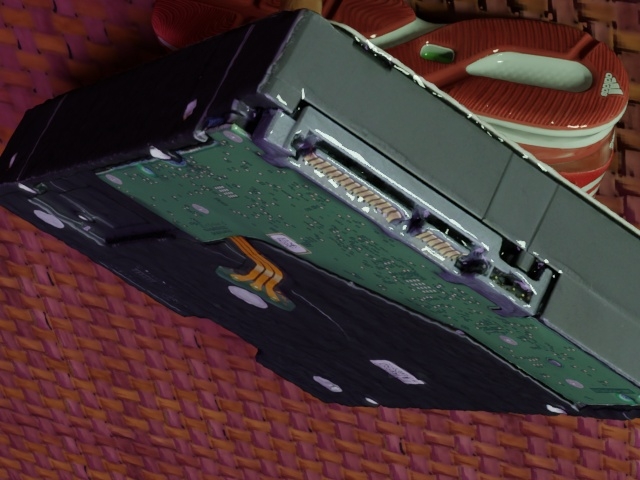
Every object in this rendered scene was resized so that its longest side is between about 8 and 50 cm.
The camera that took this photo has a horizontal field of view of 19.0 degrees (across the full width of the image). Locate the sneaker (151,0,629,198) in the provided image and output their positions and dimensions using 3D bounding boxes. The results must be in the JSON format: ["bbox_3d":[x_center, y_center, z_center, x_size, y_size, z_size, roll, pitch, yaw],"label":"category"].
[{"bbox_3d":[0.027,-0.050,0.892,0.221,0.087,0.128,18,142,14],"label":"sneaker"}]

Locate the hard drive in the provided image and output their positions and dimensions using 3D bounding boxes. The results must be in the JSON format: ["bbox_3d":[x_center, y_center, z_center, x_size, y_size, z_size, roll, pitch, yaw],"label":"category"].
[{"bbox_3d":[0.000,0.000,0.885,0.237,0.064,0.339,32,164,-20],"label":"hard drive"}]

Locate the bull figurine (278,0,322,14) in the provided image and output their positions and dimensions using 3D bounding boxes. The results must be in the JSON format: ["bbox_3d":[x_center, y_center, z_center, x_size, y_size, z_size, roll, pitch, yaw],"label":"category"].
[{"bbox_3d":[0.027,-0.182,0.692,0.188,0.101,0.310,-7,151,14],"label":"bull figurine"}]
